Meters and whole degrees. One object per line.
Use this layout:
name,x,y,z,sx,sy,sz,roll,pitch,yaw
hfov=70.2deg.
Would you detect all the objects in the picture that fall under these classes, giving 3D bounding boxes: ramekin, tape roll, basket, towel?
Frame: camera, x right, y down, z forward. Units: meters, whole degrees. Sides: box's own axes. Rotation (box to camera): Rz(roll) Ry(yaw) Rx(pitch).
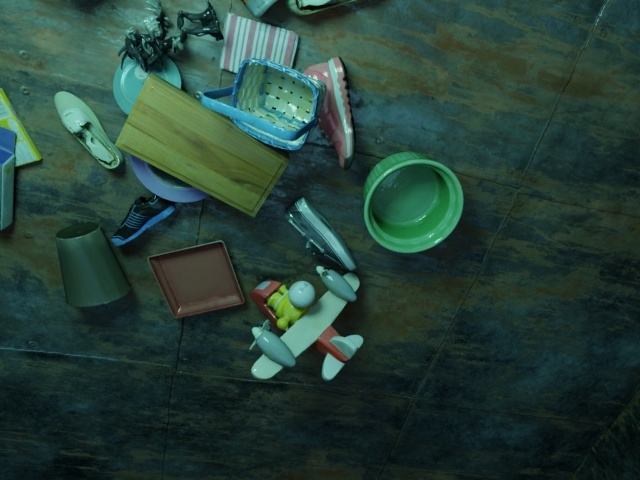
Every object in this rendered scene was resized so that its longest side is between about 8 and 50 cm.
ramekin,0.273,-0.127,1.417,0.302,0.148,0.304,-2,118,-5
tape roll,-0.401,-0.252,1.318,0.274,0.090,0.275,-3,119,-5
basket,-0.726,0.071,1.429,0.204,0.154,0.227,-6,115,-2
towel,-0.168,-0.516,1.236,0.196,0.029,0.144,12,119,-11
basket,-0.118,-0.335,1.141,0.254,0.289,0.201,27,120,12

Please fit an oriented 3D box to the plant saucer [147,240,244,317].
plant saucer,-0.414,0.126,1.544,0.258,0.048,0.259,-13,119,1

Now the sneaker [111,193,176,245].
sneaker,-0.565,-0.075,1.407,0.232,0.081,0.091,-33,114,4

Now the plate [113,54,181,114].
plate,-0.465,-0.416,1.208,0.187,0.024,0.189,0,88,4

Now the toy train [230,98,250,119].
toy train,-0.199,-0.352,1.308,0.125,0.046,0.166,-23,118,7

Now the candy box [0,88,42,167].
candy box,-0.885,-0.309,1.275,0.105,0.027,0.206,-13,119,5

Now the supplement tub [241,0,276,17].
supplement tub,-0.178,-0.658,1.106,0.117,0.117,0.190,-37,115,14

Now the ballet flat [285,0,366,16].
ballet flat,0.064,-0.640,1.146,0.315,0.106,0.108,-21,118,6

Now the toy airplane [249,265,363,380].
toy airplane,-0.040,0.251,1.456,0.383,0.386,0.273,-4,131,-4

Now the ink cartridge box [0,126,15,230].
ink cartridge box,-1.033,-0.208,1.278,0.303,0.072,0.308,18,120,-9

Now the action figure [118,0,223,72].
action figure,-0.394,-0.526,1.136,0.275,0.164,0.141,-20,149,-2

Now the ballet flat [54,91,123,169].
ballet flat,-0.649,-0.300,1.272,0.086,0.086,0.249,-31,116,11

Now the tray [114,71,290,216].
tray,-0.310,-0.246,1.235,0.410,0.076,0.203,27,111,-23

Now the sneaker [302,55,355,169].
sneaker,0.026,-0.355,1.309,0.136,0.116,0.314,-7,112,10

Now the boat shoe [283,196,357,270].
boat shoe,0.000,0.000,1.484,0.102,0.108,0.301,-37,113,14
